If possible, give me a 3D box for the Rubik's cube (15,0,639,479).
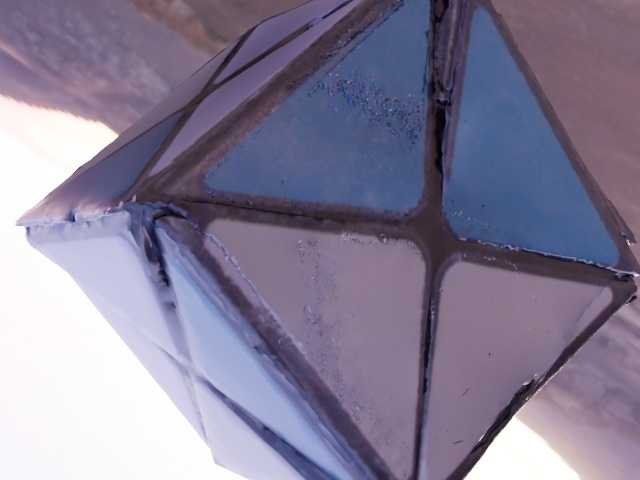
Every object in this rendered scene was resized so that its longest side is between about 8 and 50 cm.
[{"bbox_3d":[0.000,0.000,0.844,0.305,0.307,0.310,57,157,-18],"label":"Rubik's cube"}]
